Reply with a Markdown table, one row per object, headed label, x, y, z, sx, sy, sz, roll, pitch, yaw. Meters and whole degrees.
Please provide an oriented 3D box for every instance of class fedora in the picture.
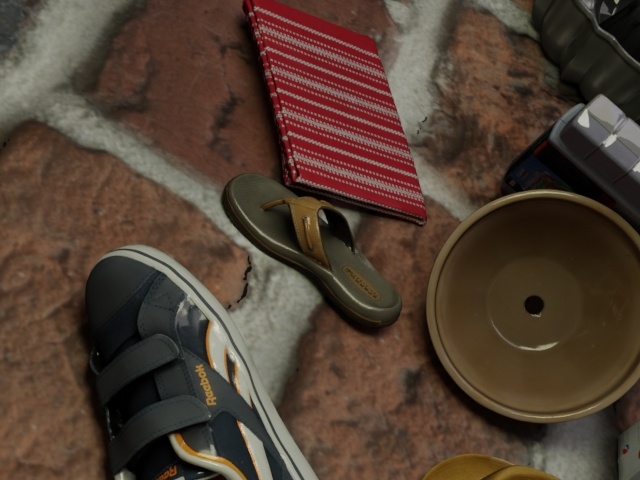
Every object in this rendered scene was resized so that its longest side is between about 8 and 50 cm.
| label | x | y | z | sx | sy | sz | roll | pitch | yaw |
| --- | --- | --- | --- | --- | --- | --- | --- | --- | --- |
| fedora | 0.181 | 0.265 | 1.378 | 0.194 | 0.079 | 0.194 | 21 | 43 | -22 |

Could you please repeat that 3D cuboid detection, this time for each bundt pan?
| label | x | y | z | sx | sy | sz | roll | pitch | yaw |
| --- | --- | --- | --- | --- | --- | --- | --- | --- | --- |
| bundt pan | 0.426 | -0.276 | 2.019 | 0.331 | 0.124 | 0.330 | 21 | 43 | -21 |

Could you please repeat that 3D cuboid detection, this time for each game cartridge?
| label | x | y | z | sx | sy | sz | roll | pitch | yaw |
| --- | --- | --- | --- | --- | --- | --- | --- | --- | --- |
| game cartridge | 0.315 | -0.031 | 1.585 | 0.230 | 0.355 | 0.068 | 37 | 80 | 2 |

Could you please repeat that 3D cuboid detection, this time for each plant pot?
| label | x | y | z | sx | sy | sz | roll | pitch | yaw |
| --- | --- | --- | --- | --- | --- | --- | --- | --- | --- |
| plant pot | 0.227 | 0.068 | 1.530 | 0.237 | 0.237 | 0.110 | 44 | 0 | 4 |

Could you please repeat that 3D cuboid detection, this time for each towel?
| label | x | y | z | sx | sy | sz | roll | pitch | yaw |
| --- | --- | --- | --- | --- | --- | --- | --- | --- | --- |
| towel | 0.014 | -0.149 | 1.652 | 0.199 | 0.031 | 0.274 | 15 | 47 | -37 |

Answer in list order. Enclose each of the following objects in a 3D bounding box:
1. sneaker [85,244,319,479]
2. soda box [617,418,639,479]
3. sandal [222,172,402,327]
| label | x | y | z | sx | sy | sz | roll | pitch | yaw |
| --- | --- | --- | --- | --- | --- | --- | --- | --- | --- |
| sneaker | -0.117 | 0.145 | 1.224 | 0.127 | 0.126 | 0.321 | -18 | 68 | -51 |
| soda box | 0.424 | 0.258 | 1.573 | 0.216 | 0.074 | 0.069 | 26 | 42 | -15 |
| sandal | 0.000 | 0.000 | 1.491 | 0.219 | 0.060 | 0.090 | 42 | 40 | 11 |
